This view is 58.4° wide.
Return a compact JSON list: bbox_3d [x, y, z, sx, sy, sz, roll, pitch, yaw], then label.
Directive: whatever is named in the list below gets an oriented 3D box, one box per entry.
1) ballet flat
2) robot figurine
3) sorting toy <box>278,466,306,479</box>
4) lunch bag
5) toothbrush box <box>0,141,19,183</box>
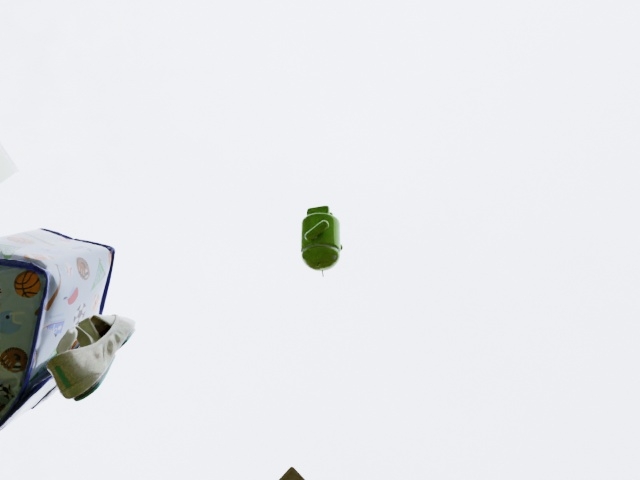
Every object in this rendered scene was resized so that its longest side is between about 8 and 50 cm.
[{"bbox_3d":[-0.225,0.100,0.572,0.057,0.168,0.052,-34,-77,-1],"label":"ballet flat"},{"bbox_3d":[0.000,0.000,0.957,0.067,0.101,0.115,-6,-117,13],"label":"robot figurine"},{"bbox_3d":[-0.059,0.457,1.025,0.083,0.012,0.062,-44,-127,-17],"label":"sorting toy"},{"bbox_3d":[-0.611,0.195,1.214,0.239,0.328,0.385,16,-83,2],"label":"lunch bag"},{"bbox_3d":[-0.497,-0.076,0.670,0.206,0.283,0.122,-30,-71,-14],"label":"toothbrush box"}]
